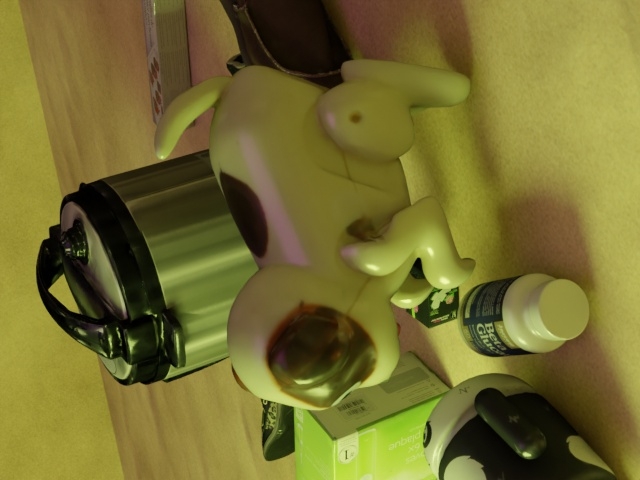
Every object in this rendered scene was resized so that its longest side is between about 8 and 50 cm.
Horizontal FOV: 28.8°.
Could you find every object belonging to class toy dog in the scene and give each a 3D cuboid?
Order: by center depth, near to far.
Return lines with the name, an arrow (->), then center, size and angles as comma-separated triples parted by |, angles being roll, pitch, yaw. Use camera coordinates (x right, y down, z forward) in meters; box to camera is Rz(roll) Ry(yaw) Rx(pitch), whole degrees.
toy dog -> 0.000, 0.000, 1.514 | 0.284, 0.395, 0.407 | -16, 69, 57

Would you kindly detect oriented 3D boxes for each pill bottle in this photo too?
pill bottle -> 0.241, 0.088, 1.477 | 0.169, 0.094, 0.094 | -20, 88, 66

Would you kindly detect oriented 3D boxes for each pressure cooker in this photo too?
pressure cooker -> -0.271, 0.046, 2.140 | 0.370, 0.420, 0.375 | -33, 77, 64

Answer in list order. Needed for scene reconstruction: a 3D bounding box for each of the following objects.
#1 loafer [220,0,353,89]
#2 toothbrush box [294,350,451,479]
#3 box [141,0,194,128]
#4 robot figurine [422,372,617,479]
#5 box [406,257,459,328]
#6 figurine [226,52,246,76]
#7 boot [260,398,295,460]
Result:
loafer -> -0.063, -0.336, 1.789 | 0.366, 0.134, 0.130 | 56, 151, 32
toothbrush box -> 0.078, 0.334, 1.854 | 0.122, 0.206, 0.283 | 44, 142, 46
box -> -0.287, -0.358, 2.334 | 0.063, 0.067, 0.324 | 43, 143, 48
robot figurine -> 0.241, 0.286, 1.510 | 0.278, 0.174, 0.209 | 49, 124, 40
box -> 0.152, 0.067, 1.704 | 0.062, 0.052, 0.083 | 36, 136, 54
figurine -> -0.044, -0.179, 1.933 | 0.215, 0.092, 0.209 | 32, 142, 54
boot -> -0.088, 0.285, 2.329 | 0.178, 0.085, 0.236 | 60, 150, 34
